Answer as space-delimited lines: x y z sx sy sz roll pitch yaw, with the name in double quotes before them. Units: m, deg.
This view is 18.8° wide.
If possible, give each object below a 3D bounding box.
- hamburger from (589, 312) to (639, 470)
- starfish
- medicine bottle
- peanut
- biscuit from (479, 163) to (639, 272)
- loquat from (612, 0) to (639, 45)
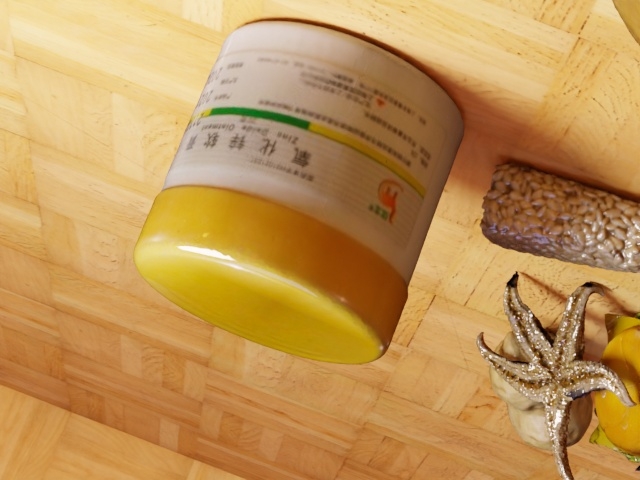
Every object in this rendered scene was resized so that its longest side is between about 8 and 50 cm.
"hamburger" 0.352 0.154 1.984 0.093 0.164 0.189 6 -166 -26
"starfish" 0.245 0.146 2.023 0.057 0.238 0.213 -10 -179 -36
"medicine bottle" -0.017 -0.040 1.705 0.237 0.232 0.238 18 163 6
"peanut" 0.252 0.168 2.204 0.117 0.101 0.263 59 180 32
"biscuit" 0.228 -0.016 1.767 0.168 0.070 0.082 15 170 13
"loquat" 0.269 -0.163 1.080 0.238 0.193 0.238 36 174 5
